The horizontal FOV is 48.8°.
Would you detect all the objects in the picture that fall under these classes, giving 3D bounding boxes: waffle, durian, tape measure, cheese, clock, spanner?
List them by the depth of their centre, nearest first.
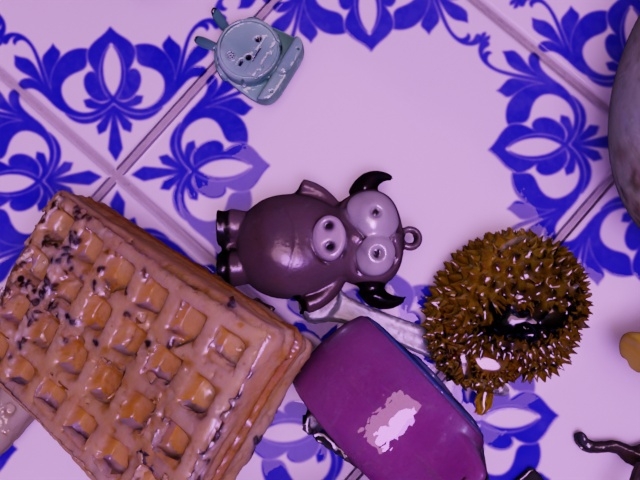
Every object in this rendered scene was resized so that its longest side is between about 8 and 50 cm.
[{"bbox_3d":[0.082,0.209,0.805,0.149,0.231,0.245,-43,84,-2],"label":"tape measure"},{"bbox_3d":[-0.221,0.128,0.811,0.376,0.114,0.260,29,93,28],"label":"waffle"},{"bbox_3d":[0.225,0.095,0.848,0.194,0.138,0.237,11,82,1],"label":"durian"},{"bbox_3d":[-0.433,0.255,0.909,0.065,0.043,0.194,42,86,-1],"label":"cheese"},{"bbox_3d":[0.118,0.122,0.917,0.302,0.017,0.071,22,86,3],"label":"spanner"},{"bbox_3d":[-0.097,-0.249,0.939,0.135,0.041,0.101,30,87,3],"label":"clock"}]

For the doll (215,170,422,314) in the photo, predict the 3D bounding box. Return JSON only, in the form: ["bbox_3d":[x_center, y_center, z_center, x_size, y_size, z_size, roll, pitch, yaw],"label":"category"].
[{"bbox_3d":[-0.002,0.000,0.881,0.257,0.117,0.181,-3,79,4],"label":"doll"}]

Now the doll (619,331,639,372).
[{"bbox_3d":[0.533,0.071,0.850,0.363,0.145,0.199,-23,42,-15],"label":"doll"}]

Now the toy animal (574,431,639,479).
[{"bbox_3d":[0.411,0.319,0.874,0.148,0.084,0.232,-1,79,-18],"label":"toy animal"}]

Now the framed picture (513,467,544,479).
[{"bbox_3d":[0.220,0.496,0.886,0.347,0.016,0.265,-40,85,-1],"label":"framed picture"}]

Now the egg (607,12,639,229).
[{"bbox_3d":[0.503,-0.170,0.771,0.345,0.345,0.428,37,103,4],"label":"egg"}]
